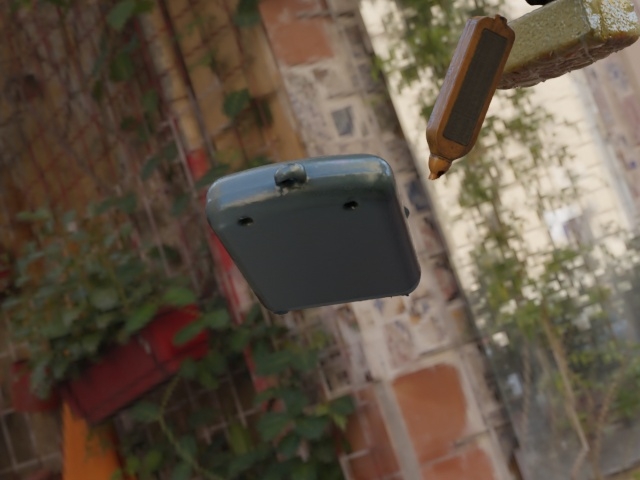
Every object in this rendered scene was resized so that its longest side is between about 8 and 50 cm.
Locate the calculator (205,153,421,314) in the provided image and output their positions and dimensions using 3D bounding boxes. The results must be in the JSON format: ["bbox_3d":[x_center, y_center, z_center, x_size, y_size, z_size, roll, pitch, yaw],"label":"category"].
[{"bbox_3d":[0.000,0.000,0.955,0.141,0.045,0.246,-9,-24,8],"label":"calculator"}]

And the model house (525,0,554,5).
[{"bbox_3d":[0.288,-0.420,1.530,0.249,0.280,0.230,-23,31,-38],"label":"model house"}]

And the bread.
[{"bbox_3d":[0.278,-0.236,1.501,0.125,0.068,0.188,-6,-10,-46],"label":"bread"}]

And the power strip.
[{"bbox_3d":[0.144,-0.143,1.252,0.049,0.178,0.028,20,2,-29],"label":"power strip"}]
